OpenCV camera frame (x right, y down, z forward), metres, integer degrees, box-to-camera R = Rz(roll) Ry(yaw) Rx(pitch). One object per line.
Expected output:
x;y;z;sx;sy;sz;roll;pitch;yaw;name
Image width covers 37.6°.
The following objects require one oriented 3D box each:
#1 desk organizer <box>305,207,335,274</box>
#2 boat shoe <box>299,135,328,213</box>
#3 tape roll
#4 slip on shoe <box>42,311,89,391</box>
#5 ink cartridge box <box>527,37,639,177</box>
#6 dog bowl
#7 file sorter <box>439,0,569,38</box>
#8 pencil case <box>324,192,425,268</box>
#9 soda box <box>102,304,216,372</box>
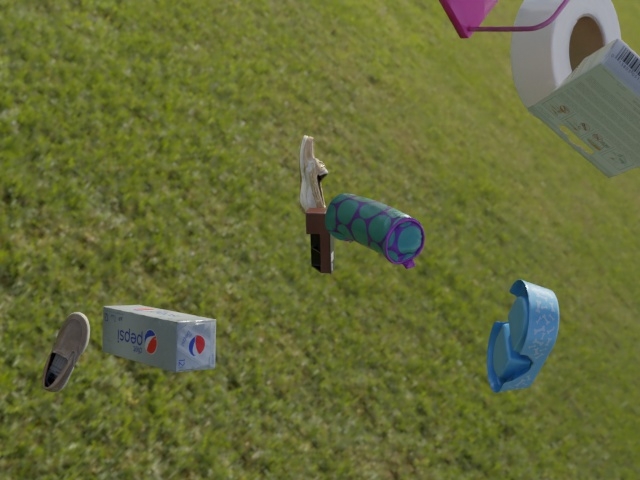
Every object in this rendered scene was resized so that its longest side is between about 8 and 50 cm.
0.000;0.000;1.899;0.050;0.130;0.047;1;17;11;desk organizer
-0.012;-0.141;2.005;0.063;0.059;0.170;32;56;-76;boat shoe
0.511;-0.390;1.943;0.286;0.100;0.286;-6;99;-44;tape roll
-0.418;0.182;1.530;0.051;0.135;0.041;23;-6;9;slip on shoe
0.449;-0.194;1.437;0.189;0.066;0.232;39;-11;-6;ink cartridge box
0.435;0.212;2.022;0.074;0.297;0.166;6;48;-5;dog bowl
0.264;-0.482;1.406;0.182;0.202;0.291;13;-31;50;file sorter
0.071;-0.015;1.242;0.064;0.070;0.151;-17;23;-27;pencil case
-0.319;0.188;1.831;0.091;0.286;0.098;0;92;-41;soda box
